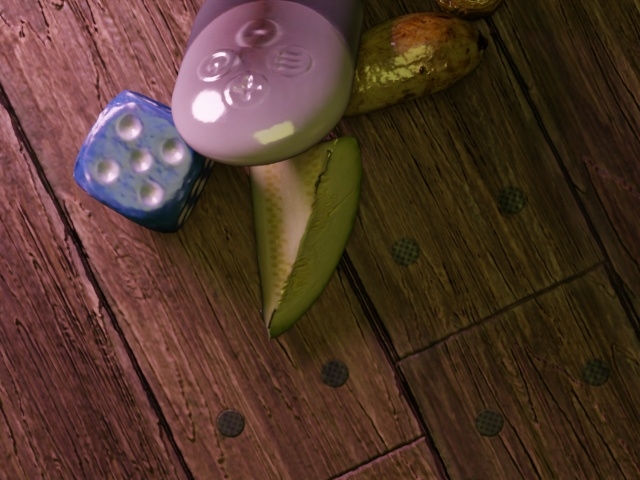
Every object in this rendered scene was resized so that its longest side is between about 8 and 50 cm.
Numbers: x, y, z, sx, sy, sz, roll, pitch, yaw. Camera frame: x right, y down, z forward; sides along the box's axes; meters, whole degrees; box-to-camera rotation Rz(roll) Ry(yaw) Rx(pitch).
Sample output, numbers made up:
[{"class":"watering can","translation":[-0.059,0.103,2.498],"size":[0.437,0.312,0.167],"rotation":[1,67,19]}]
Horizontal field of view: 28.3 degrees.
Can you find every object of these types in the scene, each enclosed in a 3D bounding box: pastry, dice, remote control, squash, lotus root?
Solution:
[{"class":"pastry","translation":[0.196,-0.333,1.622],"size":[0.109,0.057,0.097],"rotation":[-43,84,1]},{"class":"dice","translation":[-0.216,-0.099,1.605],"size":[0.146,0.146,0.143],"rotation":[28,95,1]},{"class":"remote control","translation":[-0.062,-0.221,1.547],"size":[0.221,0.103,0.332],"rotation":[0,51,13]},{"class":"squash","translation":[0.000,0.000,1.617],"size":[0.169,0.093,0.252],"rotation":[-4,92,48]},{"class":"lotus root","translation":[0.086,-0.220,1.608],"size":[0.258,0.097,0.110],"rotation":[-20,60,4]}]
